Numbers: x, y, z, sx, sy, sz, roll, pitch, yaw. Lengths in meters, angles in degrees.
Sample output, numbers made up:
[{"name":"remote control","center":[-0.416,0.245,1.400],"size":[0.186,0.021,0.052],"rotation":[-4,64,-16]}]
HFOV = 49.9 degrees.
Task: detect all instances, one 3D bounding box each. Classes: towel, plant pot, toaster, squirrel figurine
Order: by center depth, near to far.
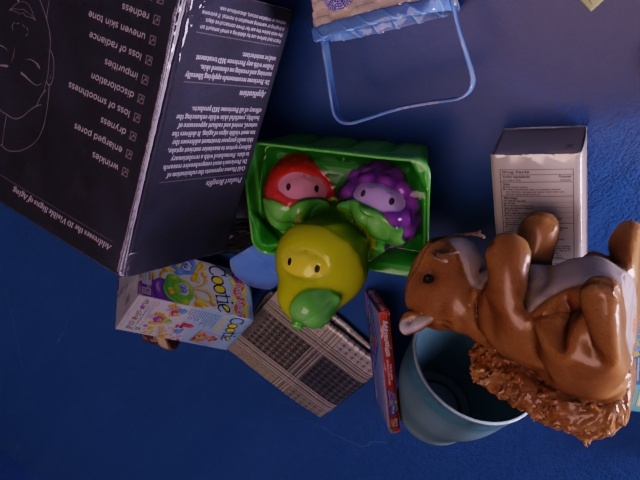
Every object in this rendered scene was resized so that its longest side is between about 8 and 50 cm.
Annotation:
[{"name":"squirrel figurine","center":[0.325,0.152,1.157],"size":[0.371,0.281,0.396],"rotation":[3,119,31]},{"name":"plant pot","center":[0.282,0.300,1.446],"size":[0.272,0.271,0.255],"rotation":[29,143,5]},{"name":"toaster","center":[-0.193,-0.048,1.467],"size":[0.186,0.168,0.110],"rotation":[-29,72,35]},{"name":"towel","center":[-0.040,0.271,1.697],"size":[0.324,0.056,0.312],"rotation":[38,130,-4]}]

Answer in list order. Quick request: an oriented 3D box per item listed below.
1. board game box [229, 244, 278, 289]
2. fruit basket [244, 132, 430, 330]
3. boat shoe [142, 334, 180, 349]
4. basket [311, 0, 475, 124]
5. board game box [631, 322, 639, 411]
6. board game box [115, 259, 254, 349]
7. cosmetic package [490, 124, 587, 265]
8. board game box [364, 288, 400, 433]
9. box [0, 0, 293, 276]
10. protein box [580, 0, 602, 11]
[{"name":"board game box","center":[-0.121,0.046,1.590],"size":[0.169,0.033,0.133],"rotation":[-30,126,27]},{"name":"fruit basket","center":[0.018,-0.030,1.279],"size":[0.392,0.392,0.282],"rotation":[9,123,20]},{"name":"boat shoe","center":[-0.445,0.132,1.745],"size":[0.123,0.123,0.341],"rotation":[6,128,20]},{"name":"basket","center":[0.105,-0.352,1.137],"size":[0.255,0.201,0.288],"rotation":[-10,105,28]},{"name":"board game box","center":[0.615,0.214,1.338],"size":[0.336,0.079,0.253],"rotation":[2,120,23]},{"name":"board game box","center":[-0.312,0.136,1.589],"size":[0.275,0.142,0.144],"rotation":[17,134,-30]},{"name":"cosmetic package","center":[0.400,-0.046,1.242],"size":[0.153,0.129,0.296],"rotation":[4,122,24]},{"name":"board game box","center":[0.135,0.262,1.512],"size":[0.027,0.145,0.281],"rotation":[-9,106,-7]},{"name":"box","center":[-0.369,-0.262,1.222],"size":[0.480,0.297,0.471],"rotation":[27,110,24]},{"name":"protein box","center":[0.395,-0.479,0.969],"size":[0.201,0.136,0.200],"rotation":[44,127,-5]}]
